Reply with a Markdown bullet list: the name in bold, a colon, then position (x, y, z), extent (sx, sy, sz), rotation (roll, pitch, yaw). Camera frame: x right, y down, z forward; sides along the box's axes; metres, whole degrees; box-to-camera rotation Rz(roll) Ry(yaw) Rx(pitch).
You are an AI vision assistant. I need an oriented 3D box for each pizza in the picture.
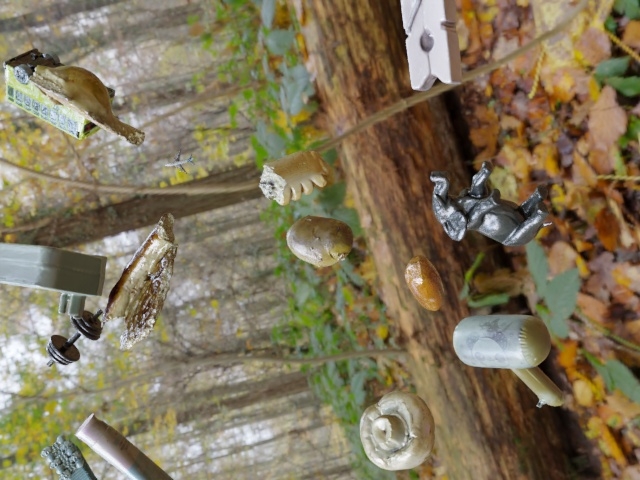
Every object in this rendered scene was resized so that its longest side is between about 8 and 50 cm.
- **pizza**: position (-0.416, -0.258, 1.288), extent (0.080, 0.204, 0.188), rotation (-60, -4, -5)

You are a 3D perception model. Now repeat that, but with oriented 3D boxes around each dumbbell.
- **dumbbell**: position (-0.658, 0.261, 1.868), extent (0.099, 0.208, 0.099), rotation (44, -177, -3)

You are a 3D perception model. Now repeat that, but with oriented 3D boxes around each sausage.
- **sausage**: position (0.285, 0.119, 1.894), extent (0.238, 0.098, 0.098), rotation (56, -163, -57)

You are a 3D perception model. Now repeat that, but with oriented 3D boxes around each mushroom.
- **mushroom**: position (0.142, 0.348, 1.276), extent (0.112, 0.148, 0.148), rotation (14, -127, -47)

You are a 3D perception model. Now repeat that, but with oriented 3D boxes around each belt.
- **belt**: position (-0.510, 0.506, 1.486), extent (0.179, 0.065, 0.100), rotation (44, 163, 23)

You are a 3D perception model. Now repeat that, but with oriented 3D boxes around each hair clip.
- **hair clip**: position (0.201, -0.455, 1.321), extent (0.085, 0.101, 0.330), rotation (-13, -82, -61)

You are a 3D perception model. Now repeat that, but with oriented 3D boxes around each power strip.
- **power strip**: position (-0.550, 0.081, 1.407), extent (0.261, 0.229, 0.141), rotation (25, -109, -68)

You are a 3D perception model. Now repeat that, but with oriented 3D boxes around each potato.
- **potato**: position (0.000, 0.000, 1.845), extent (0.137, 0.176, 0.137), rotation (12, -90, -79)

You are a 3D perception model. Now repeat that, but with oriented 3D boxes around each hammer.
- **hammer**: position (0.432, 0.270, 1.493), extent (0.305, 0.202, 0.113), rotation (46, -121, -29)

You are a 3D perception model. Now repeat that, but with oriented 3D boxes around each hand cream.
- **hand cream**: position (-0.484, 0.568, 1.791), extent (0.312, 0.070, 0.111), rotation (41, -169, -12)

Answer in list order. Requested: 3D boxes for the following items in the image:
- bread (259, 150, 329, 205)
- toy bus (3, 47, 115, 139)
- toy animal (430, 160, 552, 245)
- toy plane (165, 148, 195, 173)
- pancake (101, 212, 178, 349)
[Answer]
- **bread**: position (-0.064, -0.158, 1.761), extent (0.119, 0.177, 0.084), rotation (60, 165, 29)
- **toy bus**: position (-0.678, -0.378, 1.819), extent (0.128, 0.262, 0.150), rotation (-52, -13, -49)
- **toy animal**: position (0.308, -0.058, 1.302), extent (0.114, 0.245, 0.146), rotation (-59, -3, -34)
- **toy plane**: position (-0.408, -0.228, 2.031), extent (0.024, 0.084, 0.078), rotation (152, 103, -83)
- **pancake**: position (-0.361, 0.088, 1.384), extent (0.212, 0.056, 0.257), rotation (-18, 55, 49)
